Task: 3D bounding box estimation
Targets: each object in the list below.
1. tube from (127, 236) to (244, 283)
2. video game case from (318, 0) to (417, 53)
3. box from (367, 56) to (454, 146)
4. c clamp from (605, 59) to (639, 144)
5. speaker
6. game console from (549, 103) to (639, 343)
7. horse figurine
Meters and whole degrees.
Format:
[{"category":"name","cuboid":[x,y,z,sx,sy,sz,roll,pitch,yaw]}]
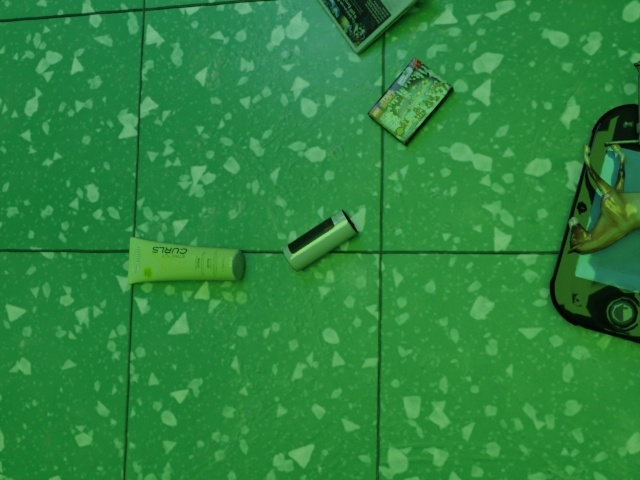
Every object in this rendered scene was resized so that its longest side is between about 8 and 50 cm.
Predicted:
[{"category":"tube","cuboid":[-0.266,0.044,1.455,0.240,0.062,0.070,2,45,19]},{"category":"video game case","cuboid":[0.081,-0.478,1.412,0.173,0.022,0.190,-39,77,24]},{"category":"box","cuboid":[0.165,-0.255,1.389,0.094,0.027,0.137,41,95,15]},{"category":"c clamp","cuboid":[0.544,-0.233,1.232,0.137,0.022,0.161,4,95,10]},{"category":"speaker","cuboid":[0.000,0.000,1.393,0.136,0.055,0.055,-33,78,9]},{"category":"game console","cuboid":[0.586,-0.013,1.249,0.342,0.060,0.386,16,89,15]},{"category":"horse figurine","cuboid":[0.528,-0.074,1.208,0.263,0.066,0.174,-4,84,11]}]
